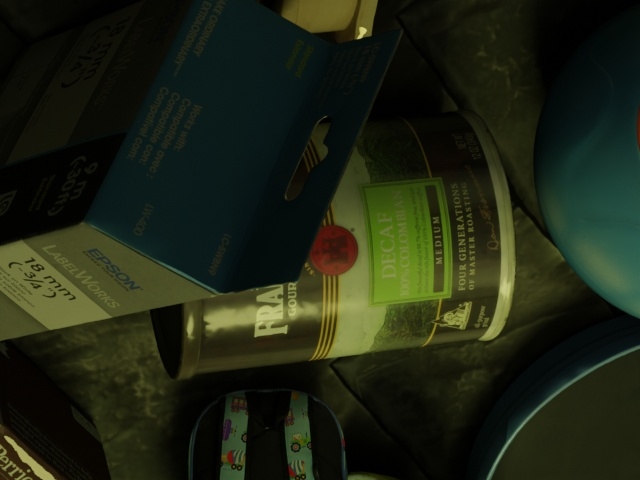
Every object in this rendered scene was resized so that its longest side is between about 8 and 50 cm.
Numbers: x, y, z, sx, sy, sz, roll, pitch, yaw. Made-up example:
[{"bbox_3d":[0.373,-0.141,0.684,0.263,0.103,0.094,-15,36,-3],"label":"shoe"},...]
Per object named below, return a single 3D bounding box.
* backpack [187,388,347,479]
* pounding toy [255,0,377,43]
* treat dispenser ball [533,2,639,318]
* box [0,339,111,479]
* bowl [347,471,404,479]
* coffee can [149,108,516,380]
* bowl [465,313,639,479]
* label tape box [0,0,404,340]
[{"bbox_3d":[-0.050,0.226,1.648,0.158,0.117,0.173,-2,82,-2],"label":"backpack"},{"bbox_3d":[-0.039,-0.255,1.364,0.155,0.154,0.269,-7,140,-13],"label":"pounding toy"},{"bbox_3d":[0.323,-0.067,1.488,0.288,0.288,0.288,-7,121,-12],"label":"treat dispenser ball"},{"bbox_3d":[-0.309,0.217,1.538,0.203,0.167,0.168,-37,123,7],"label":"box"},{"bbox_3d":[0.096,0.367,1.690,0.156,0.289,0.289,6,118,-28],"label":"bowl"},{"bbox_3d":[0.000,0.000,1.483,0.275,0.201,0.201,-6,121,-14],"label":"coffee can"},{"bbox_3d":[0.328,0.238,1.796,0.391,0.077,0.391,-8,122,-13],"label":"bowl"},{"bbox_3d":[-0.128,-0.066,1.290,0.333,0.241,0.106,-13,133,42],"label":"label tape box"}]
